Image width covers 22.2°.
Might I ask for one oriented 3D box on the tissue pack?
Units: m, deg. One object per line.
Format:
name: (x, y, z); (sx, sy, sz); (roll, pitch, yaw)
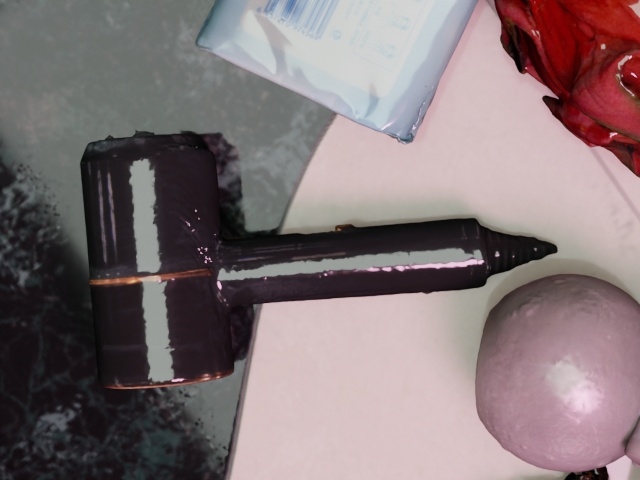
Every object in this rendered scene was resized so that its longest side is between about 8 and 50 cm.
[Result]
tissue pack: (0.044, -0.223, 1.197); (0.177, 0.089, 0.263); (26, 94, 3)

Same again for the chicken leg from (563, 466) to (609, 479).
chicken leg: (0.172, 0.270, 1.226); (0.105, 0.063, 0.234); (9, 96, 11)

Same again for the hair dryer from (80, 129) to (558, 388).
hair dryer: (0.000, 0.000, 1.223); (0.352, 0.107, 0.189); (-6, 91, -1)

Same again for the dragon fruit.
dragon fruit: (0.211, -0.161, 1.095); (0.293, 0.234, 0.234); (23, 97, -28)

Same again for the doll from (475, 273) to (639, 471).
doll: (0.256, 0.102, 1.144); (0.287, 0.151, 0.151); (5, 95, 20)
